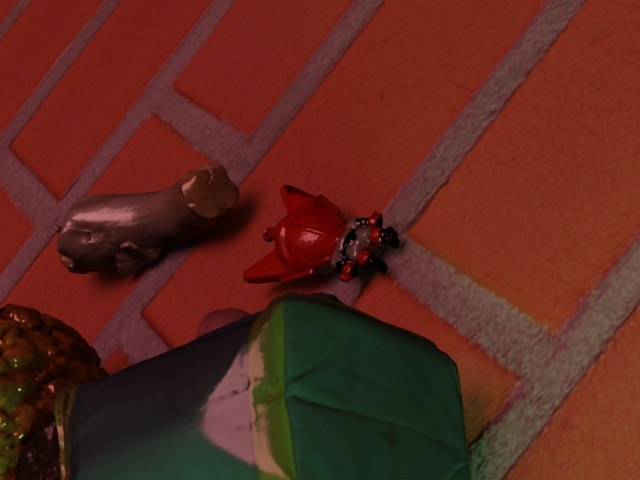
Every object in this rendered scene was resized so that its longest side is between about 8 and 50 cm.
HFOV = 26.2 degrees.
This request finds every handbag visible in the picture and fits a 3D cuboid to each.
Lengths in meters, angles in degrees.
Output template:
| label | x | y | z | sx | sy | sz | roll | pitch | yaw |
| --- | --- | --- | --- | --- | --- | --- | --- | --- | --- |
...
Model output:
| label | x | y | z | sx | sy | sz | roll | pitch | yaw |
| --- | --- | --- | --- | --- | --- | --- | --- | --- | --- |
| handbag | -0.039 | 0.176 | 1.049 | 0.241 | 0.263 | 0.222 | -27 | 60 | 34 |

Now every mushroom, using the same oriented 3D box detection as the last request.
| label | x | y | z | sx | sy | sz | roll | pitch | yaw |
| --- | --- | --- | --- | --- | --- | --- | --- | --- | --- |
| mushroom | -0.199 | -0.024 | 1.540 | 0.278 | 0.096 | 0.099 | -14 | 52 | 36 |

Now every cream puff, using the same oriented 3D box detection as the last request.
| label | x | y | z | sx | sy | sz | roll | pitch | yaw |
| --- | --- | --- | --- | --- | --- | --- | --- | --- | --- |
| cream puff | -0.359 | 0.177 | 1.340 | 0.327 | 0.343 | 0.231 | -6 | 92 | 38 |

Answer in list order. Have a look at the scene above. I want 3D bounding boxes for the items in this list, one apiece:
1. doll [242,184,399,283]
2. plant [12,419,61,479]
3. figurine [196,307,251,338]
| label | x | y | z | sx | sy | sz | roll | pitch | yaw |
| --- | --- | --- | --- | --- | --- | --- | --- | --- | --- |
| doll | 0.000 | 0.000 | 1.327 | 0.169 | 0.057 | 0.109 | 5 | 67 | 50 |
| plant | -0.164 | 0.233 | 1.196 | 0.131 | 0.203 | 0.142 | -12 | 62 | 49 |
| figurine | -0.085 | 0.102 | 1.328 | 0.083 | 0.067 | 0.071 | 15 | 92 | 36 |
